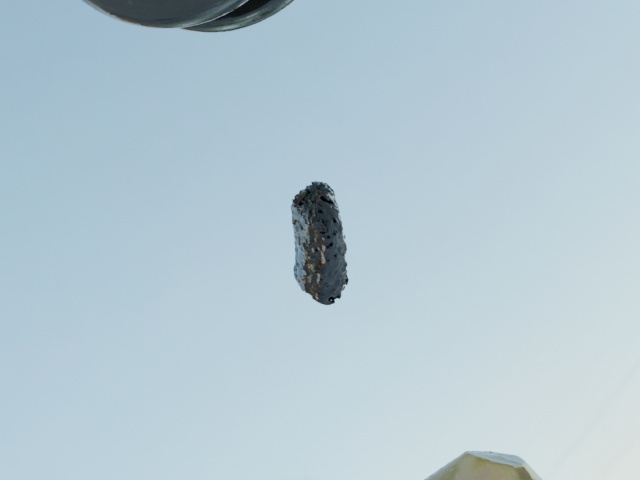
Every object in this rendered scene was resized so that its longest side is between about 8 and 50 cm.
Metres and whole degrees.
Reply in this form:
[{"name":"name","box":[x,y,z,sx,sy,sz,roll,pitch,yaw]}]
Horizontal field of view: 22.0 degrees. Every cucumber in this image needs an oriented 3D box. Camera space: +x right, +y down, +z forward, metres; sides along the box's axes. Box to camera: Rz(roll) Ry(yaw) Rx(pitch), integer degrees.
[{"name":"cucumber","box":[0.000,0.000,1.480,0.053,0.053,0.181,-42,-22,-19]}]

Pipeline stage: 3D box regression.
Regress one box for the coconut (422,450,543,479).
[{"name":"coconut","box":[0.142,0.304,1.421,0.259,0.259,0.259,-41,-20,-19]}]

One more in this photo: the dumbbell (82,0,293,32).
[{"name":"dumbbell","box":[-0.091,-0.238,1.121,0.192,0.192,0.290,-51,-2,9]}]
